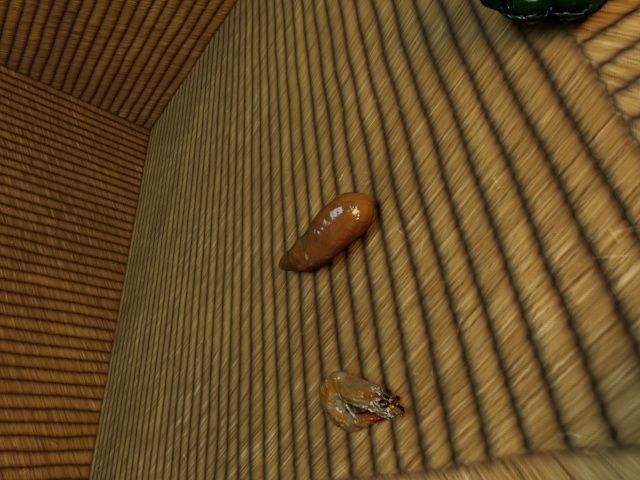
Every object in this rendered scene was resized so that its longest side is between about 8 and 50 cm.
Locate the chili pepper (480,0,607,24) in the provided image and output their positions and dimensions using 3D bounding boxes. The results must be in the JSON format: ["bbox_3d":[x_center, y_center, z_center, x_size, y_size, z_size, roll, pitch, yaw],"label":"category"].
[{"bbox_3d":[0.325,-0.453,0.559,0.233,0.248,0.256,24,87,26],"label":"chili pepper"}]

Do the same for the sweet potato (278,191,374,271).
[{"bbox_3d":[-0.001,0.001,0.859,0.292,0.097,0.097,-40,46,35],"label":"sweet potato"}]

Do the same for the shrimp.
[{"bbox_3d":[0.065,0.270,0.693,0.190,0.042,0.101,-13,84,48],"label":"shrimp"}]
